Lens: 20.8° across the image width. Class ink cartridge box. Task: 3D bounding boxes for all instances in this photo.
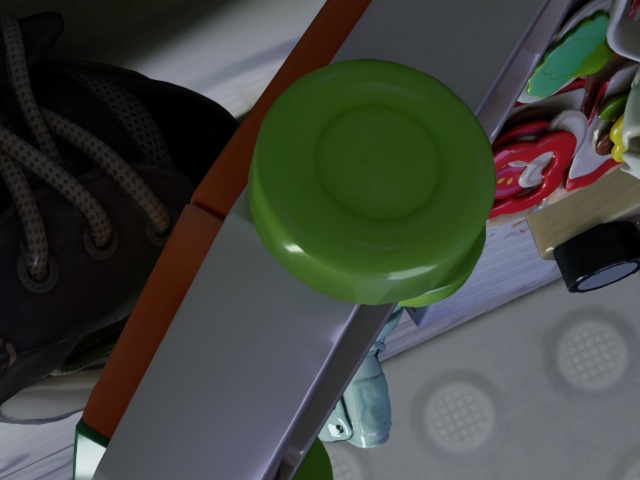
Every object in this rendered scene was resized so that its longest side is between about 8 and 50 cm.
[{"bbox_3d":[0.152,-0.008,1.438,0.145,0.045,0.179,-20,153,-27],"label":"ink cartridge box"}]

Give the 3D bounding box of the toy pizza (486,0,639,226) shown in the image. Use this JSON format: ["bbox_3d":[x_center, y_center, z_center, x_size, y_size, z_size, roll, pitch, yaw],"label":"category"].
[{"bbox_3d":[0.119,-0.071,0.732,0.201,0.032,0.201,-26,150,-17],"label":"toy pizza"}]

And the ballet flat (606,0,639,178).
[{"bbox_3d":[0.160,-0.068,0.658,0.096,0.095,0.280,5,145,20],"label":"ballet flat"}]

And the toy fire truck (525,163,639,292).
[{"bbox_3d":[0.273,-0.072,1.210,0.217,0.158,0.246,-30,160,32],"label":"toy fire truck"}]

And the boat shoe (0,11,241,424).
[{"bbox_3d":[-0.109,-0.012,0.501,0.130,0.132,0.355,-38,177,13],"label":"boat shoe"}]

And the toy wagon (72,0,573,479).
[{"bbox_3d":[-0.002,0.018,0.513,0.344,0.068,0.267,-57,174,-25],"label":"toy wagon"}]

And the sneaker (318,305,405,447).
[{"bbox_3d":[0.047,0.079,1.390,0.094,0.151,0.256,-18,168,-33],"label":"sneaker"}]
